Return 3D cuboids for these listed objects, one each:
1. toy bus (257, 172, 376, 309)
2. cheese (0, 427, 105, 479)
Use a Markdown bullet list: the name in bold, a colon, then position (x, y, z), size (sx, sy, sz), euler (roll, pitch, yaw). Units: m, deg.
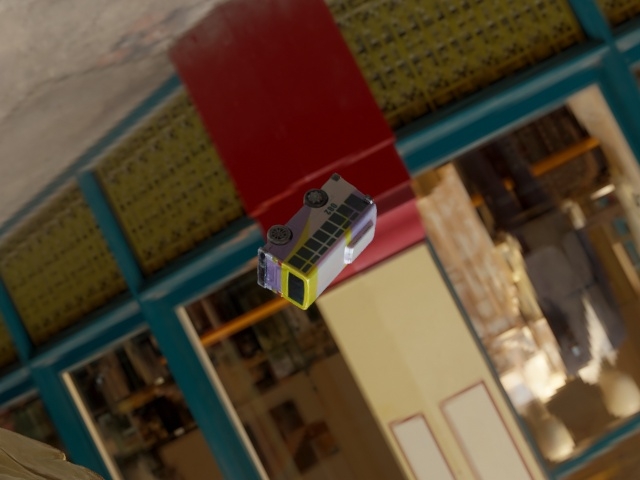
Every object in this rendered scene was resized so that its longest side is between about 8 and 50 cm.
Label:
- **toy bus**: position (0.000, 0.000, 0.973), size (0.102, 0.058, 0.052), euler (-46, 157, -31)
- **cheese**: position (-0.241, 0.230, 0.993), size (0.117, 0.214, 0.226), euler (-56, 155, 3)
